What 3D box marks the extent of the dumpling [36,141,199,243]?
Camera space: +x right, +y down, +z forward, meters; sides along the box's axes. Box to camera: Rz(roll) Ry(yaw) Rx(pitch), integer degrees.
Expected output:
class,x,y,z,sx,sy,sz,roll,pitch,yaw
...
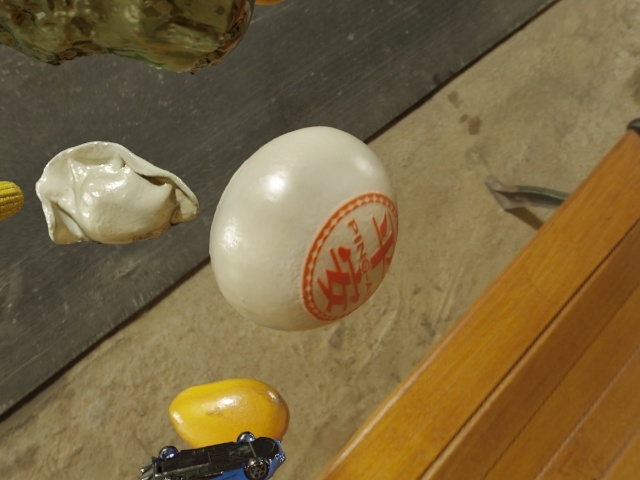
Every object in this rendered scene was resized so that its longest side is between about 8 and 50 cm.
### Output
class,x,y,z,sx,sy,sz,roll,pitch,yaw
dumpling,-0.430,-0.106,1.240,0.318,0.187,0.243,-15,118,-1

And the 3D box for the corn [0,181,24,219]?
class,x,y,z,sx,sy,sz,roll,pitch,yaw
corn,-0.579,-0.055,0.989,0.067,0.206,0.067,2,109,7

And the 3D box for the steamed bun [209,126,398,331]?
class,x,y,z,sx,sy,sz,roll,pitch,yaw
steamed bun,0.000,0.000,0.631,0.232,0.145,0.232,-35,143,-32

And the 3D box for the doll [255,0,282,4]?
class,x,y,z,sx,sy,sz,roll,pitch,yaw
doll,-0.118,-0.587,1.135,0.213,0.236,0.213,9,60,-16

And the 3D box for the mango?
class,x,y,z,sx,sy,sz,roll,pitch,yaw
mango,-0.165,0.319,1.049,0.219,0.112,0.145,4,83,2

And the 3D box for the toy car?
class,x,y,z,sx,sy,sz,roll,pitch,yaw
toy car,-0.158,0.346,0.873,0.216,0.103,0.063,-5,99,-16

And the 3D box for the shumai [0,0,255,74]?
class,x,y,z,sx,sy,sz,roll,pitch,yaw
shumai,-0.227,-0.353,0.694,0.323,0.397,0.324,19,71,-14
